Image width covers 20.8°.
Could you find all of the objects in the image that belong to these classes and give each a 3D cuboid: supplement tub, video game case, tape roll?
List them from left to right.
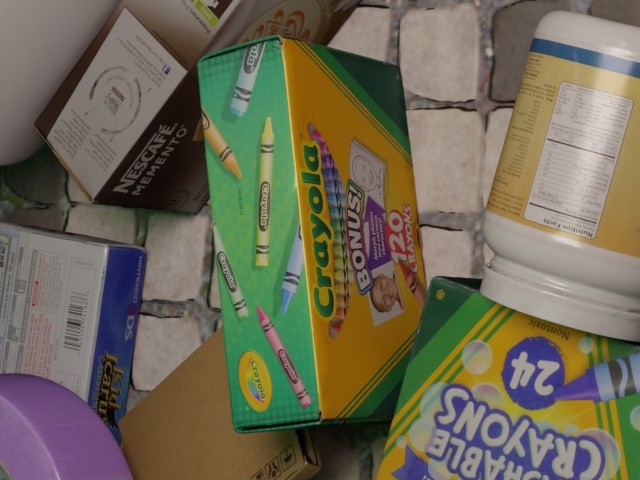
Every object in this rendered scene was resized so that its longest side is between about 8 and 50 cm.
[{"bbox_3d":[-0.279,0.248,1.439,0.274,0.090,0.275,-2,87,34],"label":"tape roll"},{"bbox_3d":[-0.279,0.119,1.536,0.244,0.061,0.269,10,93,33],"label":"video game case"},{"bbox_3d":[0.193,-0.044,1.180,0.144,0.144,0.200,19,98,33],"label":"supplement tub"}]

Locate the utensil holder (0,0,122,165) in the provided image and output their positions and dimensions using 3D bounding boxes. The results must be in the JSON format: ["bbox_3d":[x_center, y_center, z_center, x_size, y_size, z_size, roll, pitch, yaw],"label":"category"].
[{"bbox_3d":[-0.258,-0.298,1.391,0.327,0.327,0.385,48,115,27],"label":"utensil holder"}]

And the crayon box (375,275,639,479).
[{"bbox_3d":[0.137,0.208,1.237,0.203,0.083,0.323,19,98,34],"label":"crayon box"}]

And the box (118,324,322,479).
[{"bbox_3d":[-0.085,0.161,1.389,0.201,0.021,0.164,-43,47,32],"label":"box"}]

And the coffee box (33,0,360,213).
[{"bbox_3d":[-0.096,-0.145,1.384,0.246,0.141,0.098,-51,62,20],"label":"coffee box"}]

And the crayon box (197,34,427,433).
[{"bbox_3d":[0.000,0.000,1.294,0.081,0.165,0.278,-11,81,33],"label":"crayon box"}]
